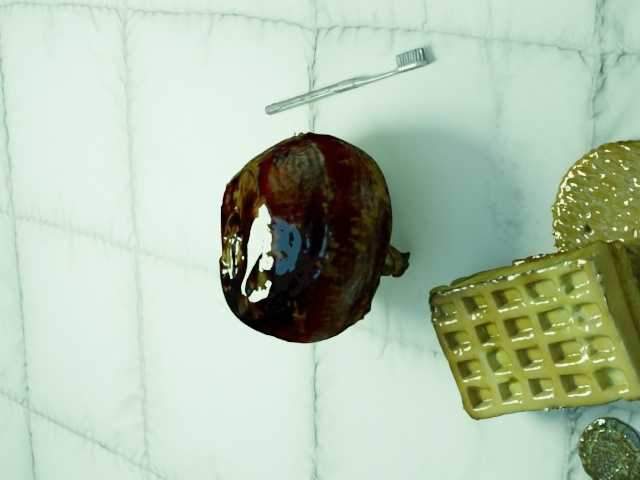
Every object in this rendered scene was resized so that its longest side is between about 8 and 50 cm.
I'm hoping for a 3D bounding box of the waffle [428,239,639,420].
[{"bbox_3d":[0.310,0.132,1.434,0.327,0.098,0.224,-20,94,49],"label":"waffle"}]

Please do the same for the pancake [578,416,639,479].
[{"bbox_3d":[0.418,0.308,1.467,0.115,0.011,0.115,14,111,40],"label":"pancake"}]

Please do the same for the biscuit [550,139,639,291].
[{"bbox_3d":[0.422,-0.013,1.356,0.254,0.035,0.254,15,112,42],"label":"biscuit"}]

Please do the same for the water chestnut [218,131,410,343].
[{"bbox_3d":[0.000,0.000,1.610,0.350,0.302,0.351,-171,90,-70],"label":"water chestnut"}]

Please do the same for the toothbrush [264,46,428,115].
[{"bbox_3d":[0.033,-0.254,1.664,0.354,0.024,0.029,-11,89,44],"label":"toothbrush"}]
